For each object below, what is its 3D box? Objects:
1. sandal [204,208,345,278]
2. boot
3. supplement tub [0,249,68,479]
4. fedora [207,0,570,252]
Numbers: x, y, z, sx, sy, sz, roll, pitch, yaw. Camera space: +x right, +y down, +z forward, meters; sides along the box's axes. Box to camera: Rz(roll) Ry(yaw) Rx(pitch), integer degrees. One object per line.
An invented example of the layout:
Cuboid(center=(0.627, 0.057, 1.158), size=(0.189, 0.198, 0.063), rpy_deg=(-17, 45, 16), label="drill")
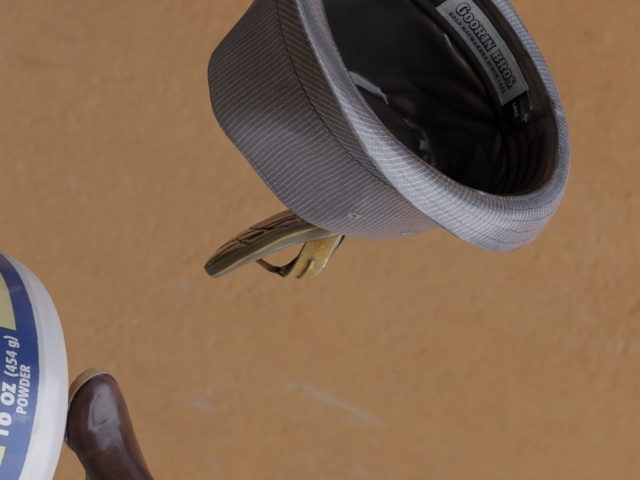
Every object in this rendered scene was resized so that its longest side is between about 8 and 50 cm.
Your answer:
Cuboid(center=(0.000, 0.000, 1.224), size=(0.072, 0.180, 0.049), rpy_deg=(-61, 132, -74), label="sandal")
Cuboid(center=(-0.210, 0.286, 1.998), size=(0.090, 0.207, 0.248), rpy_deg=(-28, 132, -33), label="boot")
Cuboid(center=(-0.332, 0.081, 0.985), size=(0.316, 0.228, 0.228), rpy_deg=(19, 89, -40), label="supplement tub")
Cuboid(center=(0.028, -0.089, 1.017), size=(0.275, 0.124, 0.243), rpy_deg=(13, 55, -49), label="fedora")
